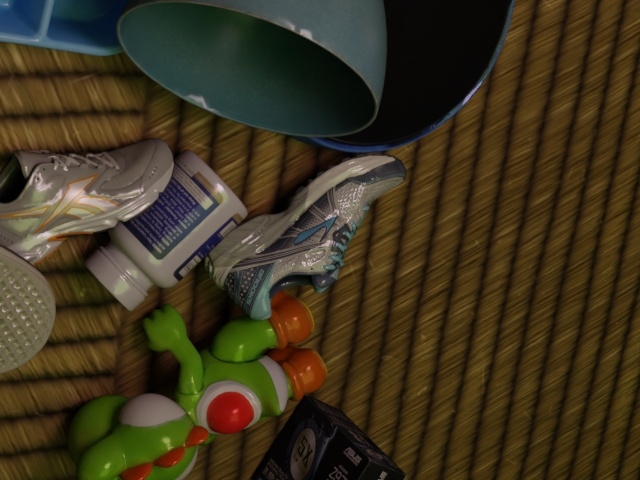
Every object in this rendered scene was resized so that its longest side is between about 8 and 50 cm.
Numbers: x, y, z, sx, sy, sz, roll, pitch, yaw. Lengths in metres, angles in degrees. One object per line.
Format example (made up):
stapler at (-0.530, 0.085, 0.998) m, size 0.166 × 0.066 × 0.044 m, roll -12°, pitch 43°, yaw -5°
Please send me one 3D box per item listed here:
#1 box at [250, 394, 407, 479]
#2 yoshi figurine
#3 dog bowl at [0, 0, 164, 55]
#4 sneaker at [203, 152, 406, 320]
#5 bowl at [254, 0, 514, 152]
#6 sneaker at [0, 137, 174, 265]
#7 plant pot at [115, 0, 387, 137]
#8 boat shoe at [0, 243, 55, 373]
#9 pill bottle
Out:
box at (0.008, 0.320, 2.182) m, size 0.077 × 0.180 × 0.147 m, roll 28°, pitch 98°, yaw -39°
yoshi figurine at (-0.179, 0.201, 2.050) m, size 0.362 × 0.203 × 0.203 m, roll -33°, pitch 169°, yaw -30°
dog bowl at (-0.300, -0.285, 1.755) m, size 0.297 × 0.074 × 0.166 m, roll 5°, pitch 111°, yaw -33°
sneaker at (0.000, 0.000, 2.034) m, size 0.283 × 0.122 × 0.110 m, roll -34°, pitch 164°, yaw -5°
bowl at (0.071, -0.287, 1.976) m, size 0.391 × 0.077 × 0.391 m, roll -14°, pitch 121°, yaw -25°
sneaker at (-0.292, -0.066, 1.861) m, size 0.262 × 0.099 × 0.121 m, roll -30°, pitch 121°, yaw -16°
plant pot at (-0.050, -0.263, 1.740) m, size 0.290 × 0.290 × 0.195 m, roll 32°, pitch 68°, yaw -38°
boat shoe at (-0.523, 0.034, 1.730) m, size 0.500 × 0.156 × 0.187 m, roll 11°, pitch 105°, yaw -30°
pill bottle at (-0.189, -0.009, 1.939) m, size 0.186 × 0.112 × 0.112 m, roll -44°, pitch 128°, yaw -5°
